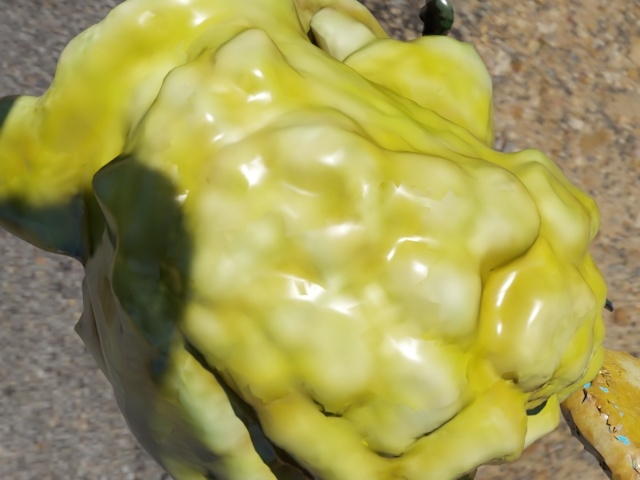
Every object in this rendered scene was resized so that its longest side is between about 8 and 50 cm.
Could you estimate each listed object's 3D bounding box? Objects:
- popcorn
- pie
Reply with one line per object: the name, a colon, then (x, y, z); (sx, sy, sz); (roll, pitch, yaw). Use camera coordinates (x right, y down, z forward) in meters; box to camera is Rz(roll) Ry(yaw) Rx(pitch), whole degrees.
popcorn: (-0.001, 0.001, 0.470); (0.169, 0.218, 0.189); (-34, 78, -10)
pie: (0.267, 0.158, 0.949); (0.273, 0.273, 0.069); (37, 113, 23)
